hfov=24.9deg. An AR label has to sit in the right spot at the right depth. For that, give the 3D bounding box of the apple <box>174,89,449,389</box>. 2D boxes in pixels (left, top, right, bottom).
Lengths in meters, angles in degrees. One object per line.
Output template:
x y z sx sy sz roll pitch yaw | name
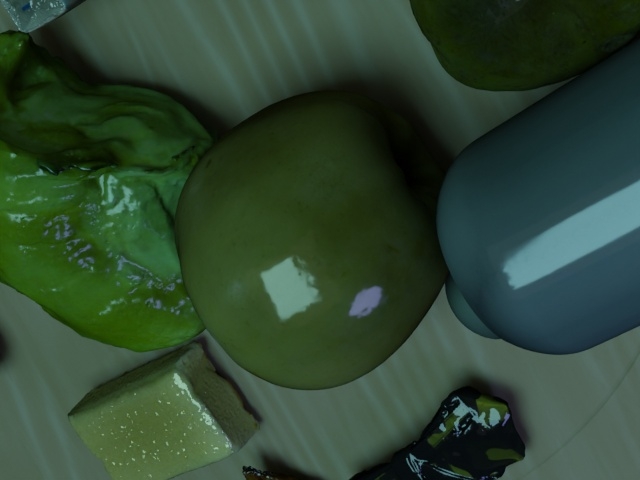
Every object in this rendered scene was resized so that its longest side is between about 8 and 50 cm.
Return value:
0.000 0.000 1.295 0.262 0.262 0.262 12 121 20 | apple

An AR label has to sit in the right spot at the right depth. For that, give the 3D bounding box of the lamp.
0.166 0.038 1.324 0.105 0.105 0.105 12 121 20 | lamp

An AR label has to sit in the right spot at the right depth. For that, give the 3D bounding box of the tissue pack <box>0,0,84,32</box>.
-0.251 -0.243 1.372 0.074 0.094 0.058 -20 108 34 | tissue pack

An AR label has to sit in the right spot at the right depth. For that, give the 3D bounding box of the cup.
0.256 -0.047 1.144 0.312 0.205 0.205 -30 102 28 | cup

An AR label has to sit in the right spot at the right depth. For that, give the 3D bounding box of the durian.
-0.224 -0.031 1.417 0.256 0.204 0.339 4 120 10 | durian

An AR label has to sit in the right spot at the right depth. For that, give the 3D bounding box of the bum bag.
0.121 0.229 1.482 0.107 0.060 0.232 38 129 -9 | bum bag

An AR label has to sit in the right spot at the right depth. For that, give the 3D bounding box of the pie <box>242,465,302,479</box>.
0.000 0.301 1.599 0.191 0.033 0.088 24 140 10 | pie

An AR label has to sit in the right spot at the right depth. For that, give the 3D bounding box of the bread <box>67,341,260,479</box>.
-0.173 0.199 1.601 0.188 0.068 0.125 -27 103 34 | bread

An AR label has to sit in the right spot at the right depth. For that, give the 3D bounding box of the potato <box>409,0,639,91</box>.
0.173 -0.223 1.152 0.228 0.148 0.197 -15 96 33 | potato
